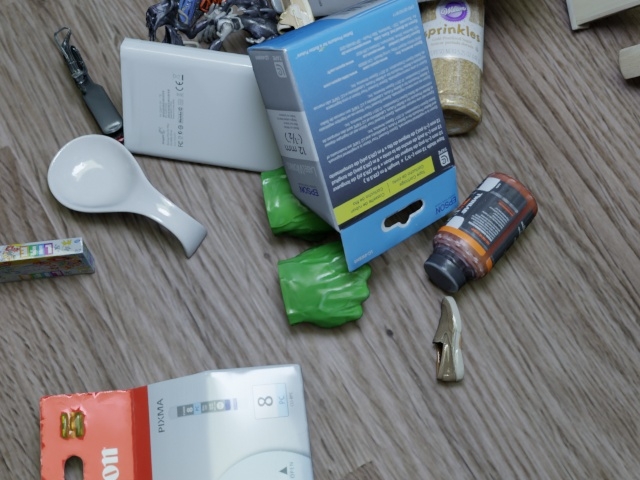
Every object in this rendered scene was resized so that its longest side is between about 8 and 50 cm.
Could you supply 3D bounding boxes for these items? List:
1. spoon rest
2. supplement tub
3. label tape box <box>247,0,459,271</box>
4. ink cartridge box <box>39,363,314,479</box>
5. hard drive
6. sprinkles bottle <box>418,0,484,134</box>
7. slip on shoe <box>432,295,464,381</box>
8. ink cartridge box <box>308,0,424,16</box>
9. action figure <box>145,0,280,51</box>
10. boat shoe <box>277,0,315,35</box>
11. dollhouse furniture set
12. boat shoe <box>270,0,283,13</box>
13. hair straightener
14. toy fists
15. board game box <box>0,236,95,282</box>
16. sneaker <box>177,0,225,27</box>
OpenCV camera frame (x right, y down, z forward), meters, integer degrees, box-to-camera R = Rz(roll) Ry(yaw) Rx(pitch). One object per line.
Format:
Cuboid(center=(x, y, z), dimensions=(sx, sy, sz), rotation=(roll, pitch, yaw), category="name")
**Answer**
Cuboid(center=(-0.311, -0.075, 1.420), dimensions=(0.276, 0.084, 0.137), rotation=(30, 72, 6), category="spoon rest")
Cuboid(center=(0.253, -0.010, 1.418), dimensions=(0.106, 0.106, 0.198), rotation=(40, 73, 10), category="supplement tub")
Cuboid(center=(0.062, -0.165, 1.333), dimensions=(0.249, 0.115, 0.348), rotation=(-30, 117, -28), category="label tape box")
Cuboid(center=(-0.201, 0.347, 1.258), dimensions=(0.385, 0.091, 0.308), rotation=(-3, 71, -12), category="ink cartridge box")
Cuboid(center=(-0.162, -0.208, 1.417), dimensions=(0.307, 0.203, 0.040), rotation=(8, 42, -1), category="hard drive")
Cuboid(center=(0.225, -0.364, 1.531), dimensions=(0.121, 0.121, 0.355), rotation=(5, 71, -2), category="sprinkles bottle")
Cuboid(center=(0.197, 0.155, 1.390), dimensions=(0.041, 0.051, 0.135), rotation=(-2, 79, -7), category="slip on shoe")
Cuboid(center=(0.163, -0.552, 1.455), dimensions=(0.395, 0.166, 0.285), rotation=(-5, 62, 14), category="ink cartridge box")
Cuboid(center=(-0.157, -0.340, 1.497), dimensions=(0.275, 0.141, 0.164), rotation=(-7, 60, -33), category="action figure")
Cuboid(center=(-0.042, -0.352, 1.448), dimensions=(0.059, 0.063, 0.170), rotation=(-18, 72, -15), category="boat shoe")
Cuboid(center=(0.623, -0.438, 1.611), dimensions=(0.303, 0.198, 0.286), rotation=(-15, 94, -40), category="dollhouse furniture set")
Cuboid(center=(-0.082, -0.452, 1.589), dimensions=(0.035, 0.035, 0.100), rotation=(-12, 84, -23), category="boat shoe")
Cuboid(center=(-0.390, -0.273, 1.480), dimensions=(0.047, 0.089, 0.230), rotation=(-25, 74, -9), category="hair straightener")
Cuboid(center=(0.000, 0.000, 1.403), dimensions=(0.142, 0.096, 0.279), rotation=(-12, 77, 5), category="toy fists")
Cuboid(center=(-0.435, 0.032, 1.365), dimensions=(0.154, 0.103, 0.026), rotation=(-7, 72, -5), category="board game box")
Cuboid(center=(-0.176, -0.457, 1.563), dimensions=(0.087, 0.083, 0.221), rotation=(35, 75, 3), category="sneaker")
